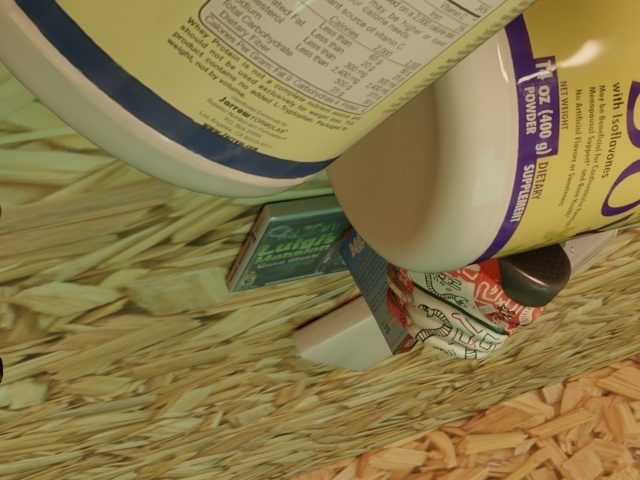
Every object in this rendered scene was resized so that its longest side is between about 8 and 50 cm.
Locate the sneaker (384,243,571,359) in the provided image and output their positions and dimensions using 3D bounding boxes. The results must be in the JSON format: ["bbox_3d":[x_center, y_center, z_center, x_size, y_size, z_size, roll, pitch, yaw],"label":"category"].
[{"bbox_3d":[0.071,-0.003,0.778,0.090,0.270,0.145,-49,173,-45],"label":"sneaker"}]

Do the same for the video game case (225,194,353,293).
[{"bbox_3d":[0.000,0.000,1.016,0.190,0.022,0.173,-9,153,-27],"label":"video game case"}]

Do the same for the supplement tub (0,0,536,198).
[{"bbox_3d":[0.020,-0.192,0.352,0.325,0.235,0.235,-37,153,30],"label":"supplement tub"}]

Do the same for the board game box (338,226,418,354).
[{"bbox_3d":[0.106,-0.018,0.878,0.027,0.145,0.281,-10,149,-31],"label":"board game box"}]

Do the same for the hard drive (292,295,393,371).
[{"bbox_3d":[0.159,0.093,1.324,0.353,0.047,0.233,-30,156,17],"label":"hard drive"}]

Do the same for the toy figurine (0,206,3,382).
[{"bbox_3d":[-0.330,0.063,0.633,0.209,0.213,0.148,-36,141,19],"label":"toy figurine"}]

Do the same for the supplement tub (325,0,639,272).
[{"bbox_3d":[0.181,-0.122,0.635,0.331,0.241,0.241,-13,155,-20],"label":"supplement tub"}]

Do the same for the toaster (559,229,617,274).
[{"bbox_3d":[0.196,-0.029,0.920,0.146,0.129,0.227,-28,-161,-25],"label":"toaster"}]
